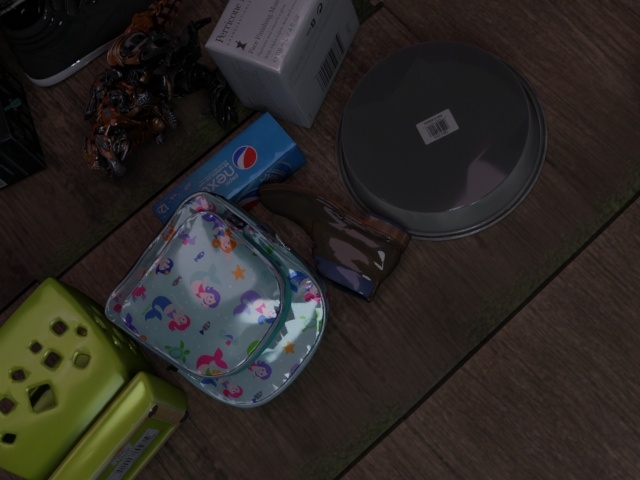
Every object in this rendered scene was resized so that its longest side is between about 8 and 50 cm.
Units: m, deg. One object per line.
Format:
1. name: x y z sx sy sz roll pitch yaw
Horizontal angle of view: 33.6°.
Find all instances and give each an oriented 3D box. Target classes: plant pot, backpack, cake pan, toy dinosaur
1. plant pot: -0.308 0.210 1.340 0.207 0.227 0.228 38 83 15
2. backpack: -0.116 0.082 1.340 0.253 0.191 0.225 39 93 -4
3. cake pan: 0.157 -0.146 1.434 0.293 0.054 0.293 -4 71 12
4. toy dinosaur: -0.246 -0.247 1.526 0.218 0.164 0.322 7 94 33

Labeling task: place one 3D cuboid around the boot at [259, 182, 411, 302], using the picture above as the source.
1. boot: 0.000 0.000 1.407 0.219 0.082 0.106 20 74 17

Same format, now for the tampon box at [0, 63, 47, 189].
1. tampon box: -0.493 -0.174 1.568 0.101 0.120 0.161 -24 67 4

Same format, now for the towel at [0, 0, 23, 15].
1. towel: -0.540 -0.387 1.594 0.312 0.056 0.324 -29 39 15

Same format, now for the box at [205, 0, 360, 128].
1. box: -0.047 -0.282 1.462 0.119 0.182 0.181 21 78 19

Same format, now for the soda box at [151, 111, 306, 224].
1. soda box: -0.125 -0.078 1.472 0.210 0.067 0.071 -40 67 -2

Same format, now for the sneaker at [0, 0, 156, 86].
1. sneaker: -0.349 -0.363 1.585 0.295 0.147 0.104 -39 65 -3
